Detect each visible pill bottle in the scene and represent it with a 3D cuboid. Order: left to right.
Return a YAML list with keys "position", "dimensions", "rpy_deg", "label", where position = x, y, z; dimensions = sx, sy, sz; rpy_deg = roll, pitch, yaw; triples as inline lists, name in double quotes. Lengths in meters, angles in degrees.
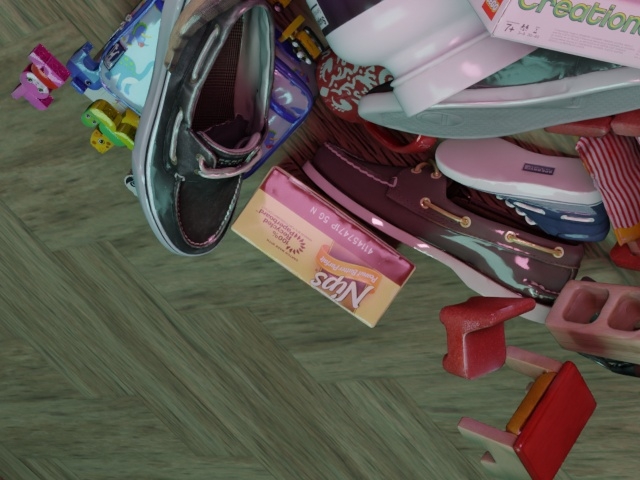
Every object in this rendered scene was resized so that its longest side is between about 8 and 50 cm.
- position: [0.049, -0.270, 1.246]
  dimensions: [0.181, 0.181, 0.323]
  rpy_deg: [-24, 96, 56]
  label: "pill bottle"

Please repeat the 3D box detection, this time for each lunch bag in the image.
- position: [-0.118, -0.184, 1.673]
  dimensions: [0.219, 0.090, 0.176]
  rpy_deg: [42, 122, -14]
  label: "lunch bag"

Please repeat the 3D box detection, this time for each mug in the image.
- position: [0.067, -0.164, 1.513]
  dimensions: [0.113, 0.150, 0.169]
  rpy_deg: [35, 156, -21]
  label: "mug"

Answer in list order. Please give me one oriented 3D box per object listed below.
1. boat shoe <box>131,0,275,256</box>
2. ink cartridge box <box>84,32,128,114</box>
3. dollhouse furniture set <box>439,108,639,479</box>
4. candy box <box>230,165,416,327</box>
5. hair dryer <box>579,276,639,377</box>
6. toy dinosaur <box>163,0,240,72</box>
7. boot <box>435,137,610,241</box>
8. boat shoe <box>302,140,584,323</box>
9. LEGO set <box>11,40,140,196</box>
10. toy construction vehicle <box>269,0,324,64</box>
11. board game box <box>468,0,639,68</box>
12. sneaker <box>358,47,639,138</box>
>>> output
- position: [-0.115, -0.114, 1.566]
  dimensions: [0.119, 0.121, 0.335]
  rpy_deg: [45, 139, 45]
  label: "boat shoe"
- position: [-0.195, -0.180, 1.793]
  dimensions: [0.143, 0.092, 0.090]
  rpy_deg: [41, 148, -14]
  label: "ink cartridge box"
- position: [0.255, 0.021, 1.369]
  dimensions: [0.152, 0.374, 0.201]
  rpy_deg: [8, 143, 45]
  label: "dollhouse furniture set"
- position: [0.000, 0.000, 1.721]
  dimensions: [0.183, 0.087, 0.316]
  rpy_deg: [36, -178, -3]
  label: "candy box"
- position: [0.408, 0.123, 1.688]
  dimensions: [0.293, 0.080, 0.223]
  rpy_deg: [27, 169, 18]
  label: "hair dryer"
- position: [-0.069, -0.276, 1.424]
  dimensions: [0.268, 0.064, 0.118]
  rpy_deg: [-33, 98, 14]
  label: "toy dinosaur"
- position: [0.210, -0.049, 1.606]
  dimensions: [0.190, 0.069, 0.086]
  rpy_deg: [16, 143, 25]
  label: "boot"
- position: [0.133, -0.030, 1.685]
  dimensions: [0.324, 0.097, 0.116]
  rpy_deg: [32, -166, 15]
  label: "boat shoe"
- position: [-0.248, -0.131, 1.728]
  dimensions: [0.093, 0.087, 0.227]
  rpy_deg: [-31, 112, 37]
  label: "LEGO set"
- position: [-0.023, -0.238, 1.550]
  dimensions: [0.035, 0.086, 0.098]
  rpy_deg: [-1, 136, 54]
  label: "toy construction vehicle"
- position: [0.224, -0.195, 1.132]
  dimensions: [0.305, 0.193, 0.053]
  rpy_deg: [7, 128, -28]
  label: "board game box"
- position: [0.169, -0.178, 1.366]
  dimensions: [0.295, 0.147, 0.104]
  rpy_deg: [-7, 166, 30]
  label: "sneaker"
